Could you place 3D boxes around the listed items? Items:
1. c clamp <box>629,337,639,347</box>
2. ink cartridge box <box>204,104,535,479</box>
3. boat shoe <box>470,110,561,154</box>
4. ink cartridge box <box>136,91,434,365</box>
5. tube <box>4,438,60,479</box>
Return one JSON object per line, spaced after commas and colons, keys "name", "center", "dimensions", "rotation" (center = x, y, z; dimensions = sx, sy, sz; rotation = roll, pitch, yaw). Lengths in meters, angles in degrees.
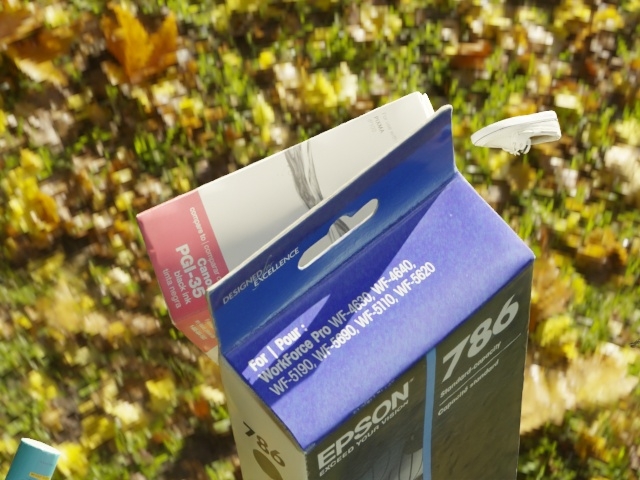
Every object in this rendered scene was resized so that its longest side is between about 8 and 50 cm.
{"name": "c clamp", "center": [0.433, 0.062, 1.661], "dimensions": [0.160, 0.137, 0.022], "rotation": [-36, 85, -13]}
{"name": "ink cartridge box", "center": [0.036, 0.097, 0.777], "dimensions": [0.165, 0.333, 0.065], "rotation": [-38, 56, -22]}
{"name": "boat shoe", "center": [0.203, -0.106, 1.488], "dimensions": [0.100, 0.035, 0.035], "rotation": [-13, 76, -24]}
{"name": "ink cartridge box", "center": [0.000, 0.000, 1.348], "dimensions": [0.283, 0.207, 0.117], "rotation": [-23, 68, 4]}
{"name": "tube", "center": [-0.389, 0.353, 1.816], "dimensions": [0.052, 0.080, 0.207], "rotation": [17, 84, 48]}
